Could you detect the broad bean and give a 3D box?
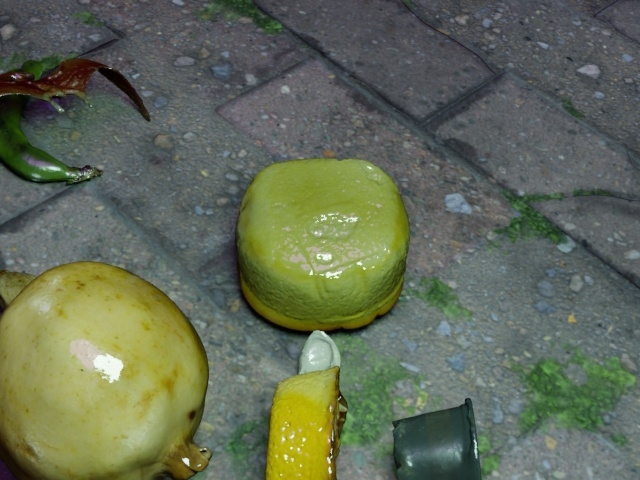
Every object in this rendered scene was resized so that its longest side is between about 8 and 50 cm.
[{"bbox_3d":[-0.466,-0.182,1.730,0.144,0.049,0.292,-17,55,-28],"label":"broad bean"}]

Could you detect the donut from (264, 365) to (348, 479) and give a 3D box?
[{"bbox_3d":[-0.013,0.248,1.332,0.101,0.152,0.259,2,46,5],"label":"donut"}]

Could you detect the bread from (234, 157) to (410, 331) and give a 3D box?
[{"bbox_3d":[0.000,0.000,1.556,0.269,0.148,0.270,1,51,-1],"label":"bread"}]

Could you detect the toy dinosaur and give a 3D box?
[{"bbox_3d":[-0.433,-0.200,1.671,0.206,0.113,0.327,8,27,20],"label":"toy dinosaur"}]

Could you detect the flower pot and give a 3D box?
[{"bbox_3d":[0.143,0.279,1.336,0.106,0.157,0.157,-7,49,6],"label":"flower pot"}]

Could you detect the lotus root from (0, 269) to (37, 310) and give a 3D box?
[{"bbox_3d":[-0.405,0.083,1.489,0.152,0.063,0.072,35,16,27],"label":"lotus root"}]

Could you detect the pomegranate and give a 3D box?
[{"bbox_3d":[-0.269,0.170,1.279,0.307,0.307,0.307,3,49,-4],"label":"pomegranate"}]

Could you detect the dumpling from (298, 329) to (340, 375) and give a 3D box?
[{"bbox_3d":[-0.001,0.164,1.482,0.059,0.043,0.077,27,44,-12],"label":"dumpling"}]
